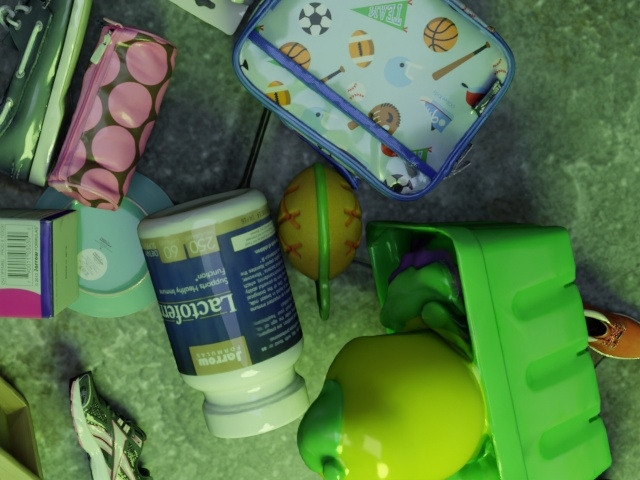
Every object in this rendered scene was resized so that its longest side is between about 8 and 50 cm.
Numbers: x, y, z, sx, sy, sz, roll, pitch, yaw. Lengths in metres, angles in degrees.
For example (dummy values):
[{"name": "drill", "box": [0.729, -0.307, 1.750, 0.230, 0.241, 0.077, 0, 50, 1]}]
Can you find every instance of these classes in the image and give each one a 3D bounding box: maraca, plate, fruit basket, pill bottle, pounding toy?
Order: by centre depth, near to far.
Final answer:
[{"name": "fruit basket", "box": [0.120, 0.163, 1.039, 0.392, 0.283, 0.391, -1, 94, -20]}, {"name": "pounding toy", "box": [-0.412, 0.184, 1.053, 0.094, 0.206, 0.181, -25, 143, -3]}, {"name": "pill bottle", "box": [-0.105, 0.083, 1.073, 0.153, 0.153, 0.264, -16, 99, -3]}, {"name": "maraca", "box": [0.000, 0.000, 1.086, 0.099, 0.127, 0.185, -2, 107, -1]}, {"name": "plate", "box": [-0.259, 0.003, 1.111, 0.188, 0.024, 0.188, -1, 98, -6]}]

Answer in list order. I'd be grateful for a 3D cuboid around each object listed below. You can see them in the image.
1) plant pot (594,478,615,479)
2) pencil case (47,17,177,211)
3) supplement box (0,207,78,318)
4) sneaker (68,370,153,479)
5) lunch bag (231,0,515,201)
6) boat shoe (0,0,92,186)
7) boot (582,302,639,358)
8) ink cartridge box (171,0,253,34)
[{"name": "plant pot", "box": [0.277, 0.354, 1.139, 0.236, 0.236, 0.032, -28, 61, -1]}, {"name": "pencil case", "box": [-0.240, -0.141, 1.047, 0.095, 0.098, 0.209, 16, 87, 20]}, {"name": "supplement box", "box": [-0.395, 0.021, 1.042, 0.220, 0.114, 0.111, 2, 98, 1]}, {"name": "sneaker", "box": [-0.255, 0.236, 1.131, 0.077, 0.072, 0.178, -18, 107, -15]}, {"name": "lunch bag", "box": [0.061, -0.193, 1.074, 0.303, 0.115, 0.243, 37, 95, -8]}, {"name": "boat shoe", "box": [-0.316, -0.222, 1.029, 0.099, 0.116, 0.319, 14, 101, -11]}, {"name": "boot", "box": [0.359, 0.117, 1.161, 0.158, 0.084, 0.059, 20, 94, -10]}, {"name": "ink cartridge box", "box": [-0.107, -0.343, 1.033, 0.115, 0.067, 0.198, 31, 105, 5]}]
